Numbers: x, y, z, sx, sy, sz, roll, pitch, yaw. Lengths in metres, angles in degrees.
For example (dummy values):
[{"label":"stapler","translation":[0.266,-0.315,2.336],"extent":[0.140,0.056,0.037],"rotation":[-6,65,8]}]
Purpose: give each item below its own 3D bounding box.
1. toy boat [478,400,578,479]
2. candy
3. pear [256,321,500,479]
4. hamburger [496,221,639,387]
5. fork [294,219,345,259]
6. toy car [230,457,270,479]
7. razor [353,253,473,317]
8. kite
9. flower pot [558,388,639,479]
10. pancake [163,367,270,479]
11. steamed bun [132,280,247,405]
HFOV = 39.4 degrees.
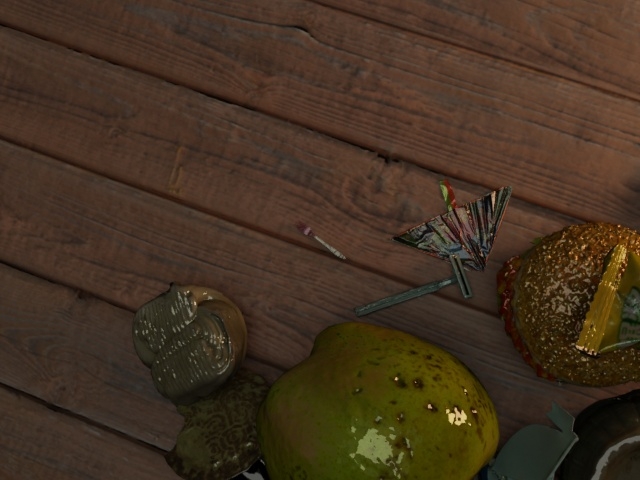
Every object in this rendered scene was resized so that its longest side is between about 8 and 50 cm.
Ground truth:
[{"label":"toy boat","translation":[0.334,0.378,1.441],"extent":[0.067,0.220,0.291],"rotation":[-2,129,-22]},{"label":"candy","translation":[0.541,0.134,1.360],"extent":[0.297,0.081,0.187],"rotation":[23,75,-9]},{"label":"pear","translation":[0.078,0.315,1.439],"extent":[0.391,0.391,0.390],"rotation":[-1,85,8]},{"label":"hamburger","translation":[0.448,0.109,1.483],"extent":[0.294,0.179,0.275],"rotation":[-17,82,7]},{"label":"fork","translation":[0.000,0.000,1.646],"extent":[0.115,0.012,0.016],"rotation":[35,95,5]},{"label":"toy car","translation":[-0.155,0.458,1.584],"extent":[0.210,0.108,0.089],"rotation":[-38,83,8]},{"label":"razor","translation":[0.161,0.096,1.605],"extent":[0.211,0.036,0.084],"rotation":[-20,75,12]},{"label":"kite","translation":[0.244,-0.023,1.610],"extent":[0.241,0.014,0.183],"rotation":[-20,82,8]},{"label":"flower pot","translation":[0.536,0.379,1.430],"extent":[0.302,0.213,0.301],"rotation":[-1,86,8]},{"label":"pancake","translation":[-0.175,0.325,1.576],"extent":[0.212,0.029,0.235],"rotation":[-1,52,21]},{"label":"steamed bun","translation":[-0.216,0.177,1.600],"extent":[0.218,0.144,0.211],"rotation":[-37,69,33]}]
